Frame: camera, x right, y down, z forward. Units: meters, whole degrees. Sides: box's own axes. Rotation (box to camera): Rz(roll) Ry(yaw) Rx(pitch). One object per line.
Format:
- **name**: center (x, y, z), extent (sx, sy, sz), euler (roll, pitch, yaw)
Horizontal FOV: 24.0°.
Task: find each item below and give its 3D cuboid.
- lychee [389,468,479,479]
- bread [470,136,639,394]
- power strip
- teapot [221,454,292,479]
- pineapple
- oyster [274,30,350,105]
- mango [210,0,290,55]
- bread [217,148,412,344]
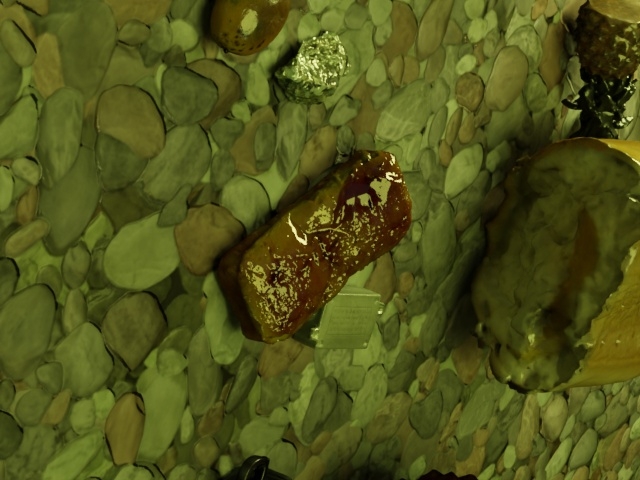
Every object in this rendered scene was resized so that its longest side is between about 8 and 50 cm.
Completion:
- **lychee**: center (0.171, 0.548, 1.937), extent (0.425, 0.425, 0.499), euler (21, 59, -53)
- **bread**: center (0.400, 0.018, 2.124), extent (0.394, 0.250, 0.361), euler (-4, 127, -52)
- **power strip**: center (0.007, 0.093, 1.837), extent (0.175, 0.042, 0.075), euler (6, 102, -51)
- **teapot**: center (-0.066, 0.327, 1.827), extent (0.096, 0.087, 0.177), euler (-44, 137, -36)
- **pineapple**: center (0.405, -0.229, 2.134), extent (0.119, 0.111, 0.237), euler (-7, 126, -15)
- **oyster**: center (-0.001, -0.194, 1.692), extent (0.100, 0.037, 0.098), euler (-55, 142, -17)
- **mango**: center (-0.071, -0.240, 1.573), extent (0.114, 0.057, 0.079), euler (-51, 136, -34)
- **bread**: center (-0.001, -0.001, 1.751), extent (0.271, 0.077, 0.139), euler (-38, 125, -31)
